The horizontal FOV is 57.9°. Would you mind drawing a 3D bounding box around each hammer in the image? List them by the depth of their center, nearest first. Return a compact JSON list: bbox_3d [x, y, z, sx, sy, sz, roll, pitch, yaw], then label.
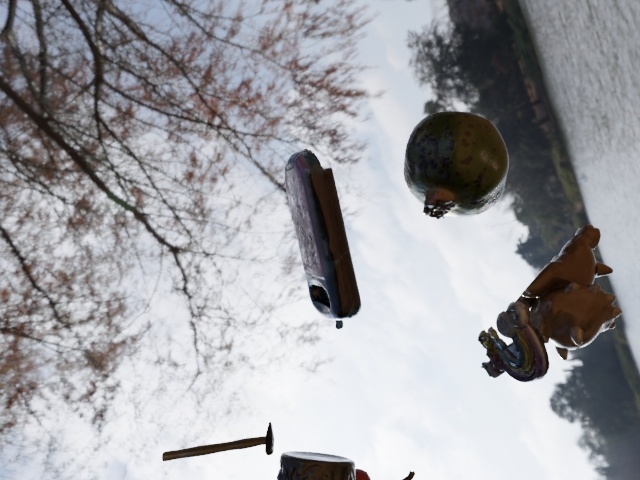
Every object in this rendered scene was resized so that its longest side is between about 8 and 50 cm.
[{"bbox_3d":[-0.175,0.352,0.991,0.062,0.199,0.013,-90,-13,-56],"label":"hammer"}]

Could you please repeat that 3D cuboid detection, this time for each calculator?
[{"bbox_3d":[0.000,0.000,0.920,0.173,0.051,0.292,-179,76,-74],"label":"calculator"}]

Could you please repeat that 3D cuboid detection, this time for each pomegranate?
[{"bbox_3d":[0.301,-0.160,1.313,0.254,0.255,0.270,48,-125,-41],"label":"pomegranate"}]

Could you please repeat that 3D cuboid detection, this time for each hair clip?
[{"bbox_3d":[0.314,0.175,0.931,0.049,0.172,0.116,-30,-113,-26],"label":"hair clip"}]

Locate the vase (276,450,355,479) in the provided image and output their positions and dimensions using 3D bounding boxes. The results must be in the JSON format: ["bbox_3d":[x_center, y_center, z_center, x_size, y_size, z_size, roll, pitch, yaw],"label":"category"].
[{"bbox_3d":[-0.031,0.434,0.749,0.156,0.251,0.300,76,-159,-75],"label":"vase"}]

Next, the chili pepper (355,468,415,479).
[{"bbox_3d":[0.076,0.658,1.490,0.131,0.339,0.134,67,-156,-74],"label":"chili pepper"}]

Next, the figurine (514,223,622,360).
[{"bbox_3d":[0.515,0.117,1.165,0.173,0.177,0.247,41,-131,19],"label":"figurine"}]
